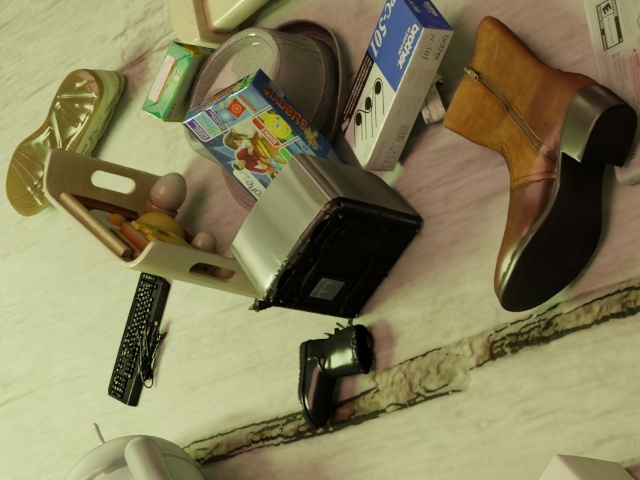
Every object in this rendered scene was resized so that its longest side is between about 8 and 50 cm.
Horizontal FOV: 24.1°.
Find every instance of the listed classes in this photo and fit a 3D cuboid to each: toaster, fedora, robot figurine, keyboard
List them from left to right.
[{"bbox_3d":[-0.265,0.139,2.145,0.100,0.038,0.192,15,90,48],"label":"keyboard"},{"bbox_3d":[-0.211,0.387,1.892,0.353,0.200,0.300,51,144,41],"label":"robot figurine"},{"bbox_3d":[-0.090,-0.179,1.986,0.275,0.124,0.243,-42,51,31],"label":"fedora"},{"bbox_3d":[0.000,0.000,1.793,0.168,0.186,0.110,-56,50,20],"label":"toaster"}]

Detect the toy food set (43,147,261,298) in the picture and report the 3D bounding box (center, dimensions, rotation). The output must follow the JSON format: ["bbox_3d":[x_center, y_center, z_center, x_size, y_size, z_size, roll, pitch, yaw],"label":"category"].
[{"bbox_3d":[-0.211,-0.030,2.000,0.306,0.220,0.092,36,106,47],"label":"toy food set"}]

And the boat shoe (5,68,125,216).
[{"bbox_3d":[-0.396,-0.150,2.349,0.104,0.089,0.285,49,120,14],"label":"boat shoe"}]

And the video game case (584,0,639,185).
[{"bbox_3d":[0.379,-0.196,1.560,0.206,0.026,0.227,-26,60,40],"label":"video game case"}]

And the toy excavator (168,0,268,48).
[{"bbox_3d":[-0.044,-0.478,1.984,0.433,0.222,0.445,9,94,49],"label":"toy excavator"}]

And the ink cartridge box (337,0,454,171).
[{"bbox_3d":[0.088,-0.194,1.810,0.097,0.046,0.207,62,140,43],"label":"ink cartridge box"}]

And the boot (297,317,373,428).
[{"bbox_3d":[0.021,0.162,1.828,0.099,0.045,0.121,-20,64,39],"label":"boot"}]

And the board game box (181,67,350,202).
[{"bbox_3d":[-0.060,-0.111,1.888,0.136,0.201,0.035,-24,28,40],"label":"board game box"}]

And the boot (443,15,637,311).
[{"bbox_3d":[0.203,-0.089,1.668,0.280,0.096,0.264,43,123,53],"label":"boot"}]

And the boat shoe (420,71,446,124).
[{"bbox_3d":[0.135,-0.189,1.819,0.035,0.035,0.100,-16,60,14],"label":"boat shoe"}]

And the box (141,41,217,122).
[{"bbox_3d":[-0.172,-0.215,2.056,0.043,0.179,0.105,30,101,17],"label":"box"}]

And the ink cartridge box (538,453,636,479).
[{"bbox_3d":[0.287,0.364,1.425,0.273,0.115,0.198,45,112,44],"label":"ink cartridge box"}]
